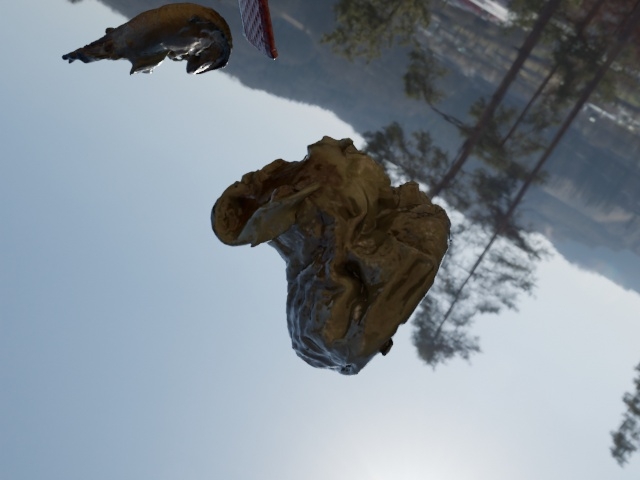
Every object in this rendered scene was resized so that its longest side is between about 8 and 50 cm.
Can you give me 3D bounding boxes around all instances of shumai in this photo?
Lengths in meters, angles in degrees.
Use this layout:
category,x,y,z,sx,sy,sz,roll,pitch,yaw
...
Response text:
category,x,y,z,sx,sy,sz,roll,pitch,yaw
shumai,0.000,0.000,0.850,0.262,0.267,0.314,37,-170,0

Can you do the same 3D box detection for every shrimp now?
category,x,y,z,sx,sy,sz,roll,pitch,yaw
shrimp,-0.246,-0.256,0.927,0.117,0.262,0.066,57,-147,-39

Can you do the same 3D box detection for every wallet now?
category,x,y,z,sx,sy,sz,roll,pitch,yaw
wallet,-0.095,-0.344,0.863,0.020,0.196,0.103,-22,-136,-16
